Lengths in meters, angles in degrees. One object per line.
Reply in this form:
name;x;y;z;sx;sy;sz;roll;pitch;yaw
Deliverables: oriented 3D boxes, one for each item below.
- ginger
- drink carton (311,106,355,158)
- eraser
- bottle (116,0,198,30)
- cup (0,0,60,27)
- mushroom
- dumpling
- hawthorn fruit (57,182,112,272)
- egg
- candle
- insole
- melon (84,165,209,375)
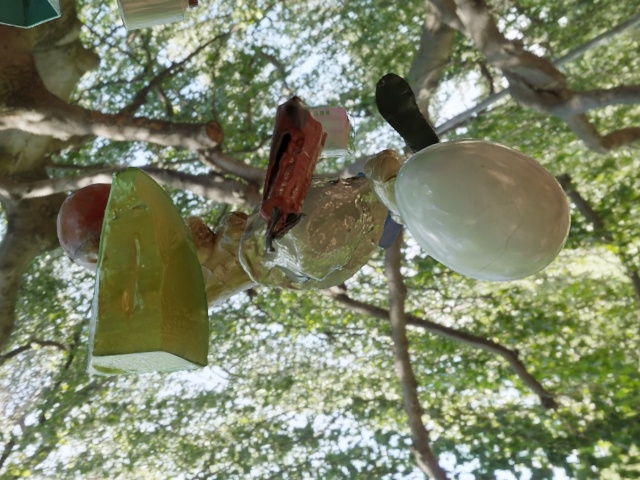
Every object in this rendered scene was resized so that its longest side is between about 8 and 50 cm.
ginger;-0.262;0.075;1.351;0.166;0.375;0.236;38;162;38
drink carton;0.007;-0.264;1.460;0.271;0.161;0.108;-33;-59;-78
eraser;0.109;-0.074;1.271;0.042;0.144;0.312;30;-179;-19
bottle;-0.507;-0.735;1.826;0.245;0.104;0.104;-17;-101;-17
cup;-0.485;-0.473;0.903;0.134;0.148;0.236;-3;-98;-9
mushroom;0.147;-0.072;0.936;0.278;0.099;0.096;16;-100;-61
dumpling;-0.001;0.004;1.023;0.175;0.243;0.227;-76;-25;-50
hawthorn fruit;-0.394;-0.026;1.068;0.173;0.173;0.173;30;-134;-37
egg;0.178;-0.035;0.649;0.209;0.151;0.151;19;-131;-16
candle;-0.043;-0.097;0.782;0.084;0.059;0.302;14;-135;-3
insole;0.229;-0.340;1.559;0.012;0.110;0.309;37;-159;-56
melon;-0.284;0.050;0.937;0.124;0.196;0.324;94;172;-75
